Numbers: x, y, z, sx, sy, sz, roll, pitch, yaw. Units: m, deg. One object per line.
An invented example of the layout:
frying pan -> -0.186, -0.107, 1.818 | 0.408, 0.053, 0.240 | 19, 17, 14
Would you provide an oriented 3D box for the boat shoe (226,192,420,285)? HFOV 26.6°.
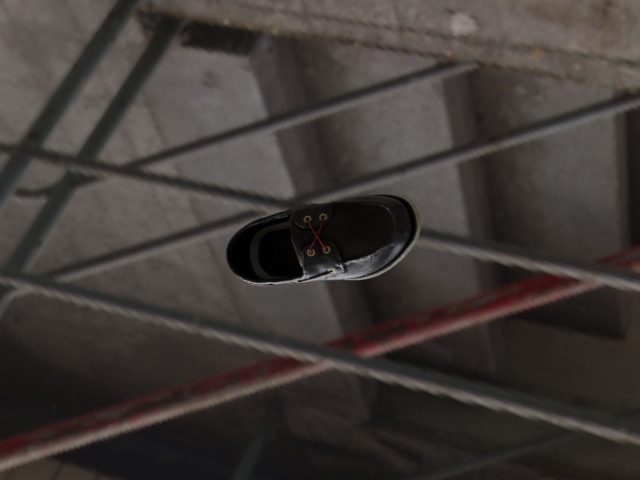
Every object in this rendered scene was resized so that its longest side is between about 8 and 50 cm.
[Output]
boat shoe -> 0.000, 0.002, 0.804 | 0.133, 0.049, 0.042 | -13, 172, 40
